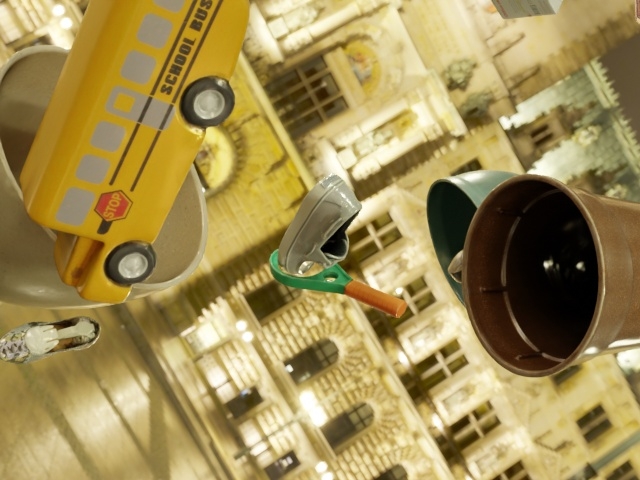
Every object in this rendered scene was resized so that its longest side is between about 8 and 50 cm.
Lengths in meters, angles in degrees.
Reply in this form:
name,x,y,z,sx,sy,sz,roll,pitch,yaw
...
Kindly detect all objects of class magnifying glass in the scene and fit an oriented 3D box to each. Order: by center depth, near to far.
name,x,y,z,sx,sy,sz,roll,pitch,yaw
magnifying glass,0.023,0.060,1.164,0.231,0.092,0.026,24,-52,29

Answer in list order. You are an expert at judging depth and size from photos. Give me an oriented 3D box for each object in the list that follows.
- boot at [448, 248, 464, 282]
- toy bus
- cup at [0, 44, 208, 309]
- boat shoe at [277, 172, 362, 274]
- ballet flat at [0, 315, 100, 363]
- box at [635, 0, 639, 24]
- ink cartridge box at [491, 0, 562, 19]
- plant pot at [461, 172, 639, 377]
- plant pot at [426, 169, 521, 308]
name,x,y,z,sx,sy,sz,roll,pitch,yaw
boot,0.287,0.050,1.057,0.137,0.077,0.198,45,-30,-16
toy bus,-0.180,-0.105,0.729,0.130,0.333,0.108,15,25,-35
cup,-0.343,-0.044,1.001,0.331,0.237,0.331,43,32,-35
boat shoe,0.001,-0.001,1.118,0.081,0.079,0.227,46,-33,14
ballet flat,-0.270,0.097,0.796,0.114,0.041,0.041,-7,59,-55
box,0.580,-0.422,1.066,0.057,0.293,0.201,-88,163,-57
ink cartridge box,0.400,-0.486,1.538,0.122,0.052,0.088,8,-25,45
plant pot,0.238,0.030,0.679,0.167,0.165,0.167,-4,-95,62
plant pot,0.354,-0.008,1.470,0.293,0.196,0.293,160,-90,-77
